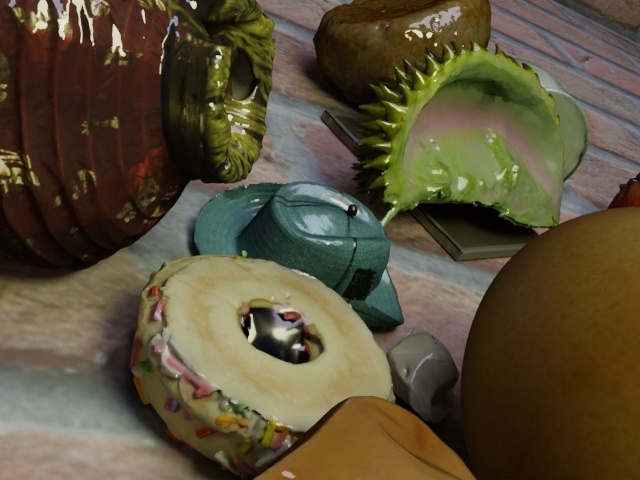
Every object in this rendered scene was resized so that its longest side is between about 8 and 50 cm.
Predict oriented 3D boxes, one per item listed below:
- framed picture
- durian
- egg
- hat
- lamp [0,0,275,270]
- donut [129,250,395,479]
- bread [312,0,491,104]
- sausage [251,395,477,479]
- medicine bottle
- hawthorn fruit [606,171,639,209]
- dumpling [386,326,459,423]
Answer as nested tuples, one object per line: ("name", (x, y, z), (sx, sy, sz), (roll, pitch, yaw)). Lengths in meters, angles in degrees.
("framed picture", (0.132, -0.067, 0.975), (0.184, 0.016, 0.250), (-3, 43, -47))
("durian", (0.156, -0.098, 0.873), (0.356, 0.157, 0.169), (-1, 59, -46))
("egg", (0.213, 0.105, 0.530), (0.250, 0.250, 0.322), (22, 24, -18))
("hat", (0.000, 0.000, 0.667), (0.191, 0.078, 0.138), (16, 33, -27))
("lamp", (-0.147, -0.101, 0.522), (0.247, 0.247, 0.247), (24, 29, -14))
("donut", (-0.037, 0.076, 0.522), (0.175, 0.068, 0.174), (22, 29, -13))
("bread", (0.105, -0.243, 1.059), (0.230, 0.123, 0.230), (-13, 25, 6))
("sausage", (-0.008, 0.158, 0.352), (0.241, 0.120, 0.136), (-20, 70, -49))
("medicine bottle", (0.246, -0.144, 1.067), (0.147, 0.147, 0.143), (22, 25, -18))
("hawthorn fruit", (0.487, 0.029, 1.094), (0.285, 0.165, 0.165), (54, 27, -9))
("dumpling", (0.074, 0.101, 0.628), (0.052, 0.057, 0.076), (-21, 19, -14))
